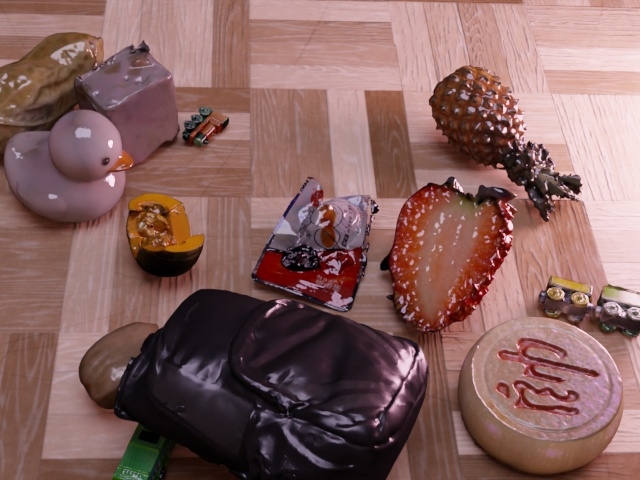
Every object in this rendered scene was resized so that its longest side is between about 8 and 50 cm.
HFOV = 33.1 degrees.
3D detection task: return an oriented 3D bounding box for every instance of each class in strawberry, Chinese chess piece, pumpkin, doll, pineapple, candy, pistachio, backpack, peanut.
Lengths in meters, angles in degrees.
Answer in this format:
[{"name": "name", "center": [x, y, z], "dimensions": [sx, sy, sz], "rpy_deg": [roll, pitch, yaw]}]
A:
[{"name": "strawberry", "center": [0.228, 0.042, 1.969], "dimensions": [0.233, 0.138, 0.306], "rpy_deg": [14, 71, 33]}, {"name": "Chinese chess piece", "center": [0.361, 0.253, 1.777], "dimensions": [0.270, 0.112, 0.270], "rpy_deg": [2, 48, -2]}, {"name": "pumpkin", "center": [-0.285, 0.004, 1.951], "dimensions": [0.119, 0.108, 0.183], "rpy_deg": [-9, 41, -23]}, {"name": "doll", "center": [-0.469, -0.154, 2.010], "dimensions": [0.251, 0.221, 0.221], "rpy_deg": [14, 48, 8]}, {"name": "pineapple", "center": [0.368, -0.190, 2.166], "dimensions": [0.175, 0.175, 0.361], "rpy_deg": [-25, 69, -25]}, {"name": "candy", "center": [-0.376, -0.268, 2.137], "dimensions": [0.185, 0.195, 0.137], "rpy_deg": [-37, 58, -27]}, {"name": "pistachio", "center": [-0.323, 0.198, 1.764], "dimensions": [0.108, 0.126, 0.185], "rpy_deg": [49, 38, -13]}, {"name": "backpack", "center": [-0.081, 0.234, 1.641], "dimensions": [0.445, 0.255, 0.363], "rpy_deg": [23, 33, 11]}, {"name": "peanut", "center": [-0.573, -0.302, 2.161], "dimensions": [0.158, 0.174, 0.340], "rpy_deg": [27, 48, 16]}]

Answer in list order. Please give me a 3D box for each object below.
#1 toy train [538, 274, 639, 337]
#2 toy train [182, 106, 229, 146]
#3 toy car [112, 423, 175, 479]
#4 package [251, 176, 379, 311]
[{"name": "toy train", "center": [0.496, 0.115, 1.950], "dimensions": [0.202, 0.060, 0.081], "rpy_deg": [14, 41, 8]}, {"name": "toy train", "center": [-0.240, -0.231, 2.216], "dimensions": [0.064, 0.044, 0.103], "rpy_deg": [32, 52, 9]}, {"name": "toy car", "center": [-0.269, 0.328, 1.683], "dimensions": [0.071, 0.062, 0.165], "rpy_deg": [14, 48, 9]}, {"name": "package", "center": [0.000, 0.000, 2.013], "dimensions": [0.194, 0.071, 0.269], "rpy_deg": [13, 61, 10]}]
